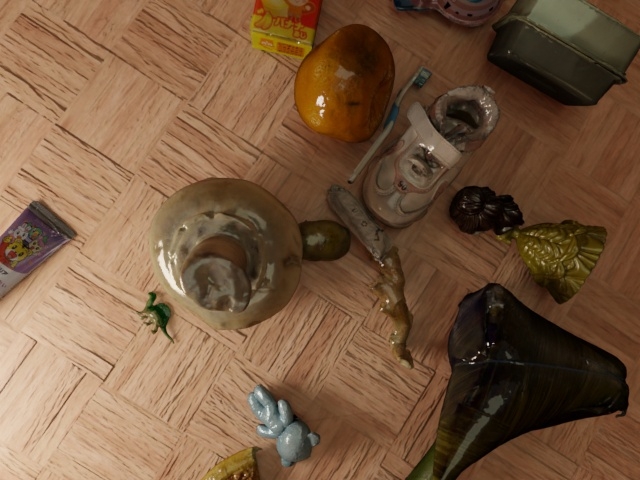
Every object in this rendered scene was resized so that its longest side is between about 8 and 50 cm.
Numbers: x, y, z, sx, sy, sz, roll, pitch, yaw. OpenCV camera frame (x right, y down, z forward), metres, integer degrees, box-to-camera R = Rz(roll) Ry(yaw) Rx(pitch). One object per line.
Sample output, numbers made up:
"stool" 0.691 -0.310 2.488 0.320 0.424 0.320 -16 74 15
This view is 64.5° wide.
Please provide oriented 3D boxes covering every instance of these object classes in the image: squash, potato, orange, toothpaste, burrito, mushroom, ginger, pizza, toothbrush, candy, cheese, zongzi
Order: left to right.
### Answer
"toothpaste" -0.651 0.059 1.034 0.114 0.073 0.299 40 75 -2
"mushroom" -0.177 0.030 0.952 0.315 0.336 0.314 -1 98 -7
"pizza" -0.183 0.573 1.044 0.197 0.058 0.292 35 82 -4
"candy" -0.062 -0.560 1.136 0.146 0.088 0.275 10 85 -4
"potato" 0.000 0.000 1.106 0.138 0.070 0.091 -1 88 -7
"orange" 0.045 -0.333 1.064 0.183 0.249 0.248 18 83 17
"burrito" 0.083 -0.043 1.106 0.064 0.064 0.203 -37 75 -8
"toothbrush" 0.149 -0.263 1.107 0.040 0.040 0.386 36 62 -2
"ginger" 0.156 0.138 1.113 0.089 0.075 0.287 -7 83 -10
"squash" 0.271 0.469 1.093 0.087 0.087 0.331 42 81 -2
"cheese" 0.307 -0.588 1.188 0.286 0.074 0.188 -5 84 -6
"zongzi" 0.421 0.355 1.015 0.403 0.208 0.432 28 60 -8

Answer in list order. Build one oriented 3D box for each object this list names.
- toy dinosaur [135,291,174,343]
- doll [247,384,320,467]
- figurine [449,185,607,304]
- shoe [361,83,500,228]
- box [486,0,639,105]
"toy dinosaur" -0.341 0.167 1.078 0.060 0.029 0.119 -40 91 -20
"doll" -0.079 0.384 1.074 0.179 0.075 0.120 52 121 19
"figurine" 0.438 -0.021 1.135 0.315 0.168 0.187 29 110 7
"shoe" 0.229 -0.191 1.083 0.172 0.198 0.351 36 81 0
"box" 0.527 -0.427 1.127 0.291 0.220 0.166 28 105 -4
